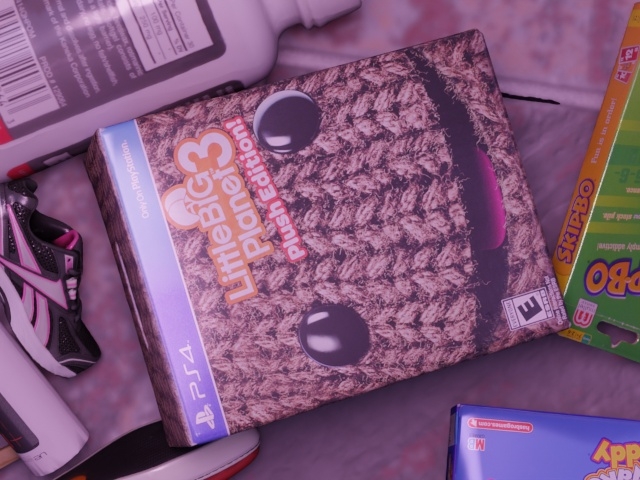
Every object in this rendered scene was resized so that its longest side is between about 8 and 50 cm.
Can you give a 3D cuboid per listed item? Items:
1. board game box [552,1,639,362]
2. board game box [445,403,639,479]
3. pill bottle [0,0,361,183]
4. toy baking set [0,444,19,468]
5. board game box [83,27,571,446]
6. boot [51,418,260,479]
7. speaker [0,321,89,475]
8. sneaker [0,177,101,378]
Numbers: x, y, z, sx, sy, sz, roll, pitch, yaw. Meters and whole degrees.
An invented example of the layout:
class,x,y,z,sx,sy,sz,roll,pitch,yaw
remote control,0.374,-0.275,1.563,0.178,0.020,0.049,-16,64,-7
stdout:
class,x,y,z,sx,sy,sz,roll,pitch,yaw
board game box,0.254,-0.039,1.334,0.124,0.039,0.259,19,85,-31
board game box,0.263,0.255,1.313,0.347,0.078,0.233,6,82,0
pill bottle,-0.139,-0.175,1.310,0.318,0.176,0.176,-22,87,1
toy baking set,-0.287,0.217,1.321,0.197,0.030,0.256,-2,91,-34
board game box,0.000,0.000,1.285,0.291,0.141,0.232,-17,87,-13
boot,-0.135,0.249,1.350,0.244,0.088,0.176,-29,109,-14
speaker,-0.235,0.113,1.327,0.055,0.055,0.136,-35,110,0
sneaker,-0.207,0.028,1.320,0.077,0.072,0.178,-26,127,6
